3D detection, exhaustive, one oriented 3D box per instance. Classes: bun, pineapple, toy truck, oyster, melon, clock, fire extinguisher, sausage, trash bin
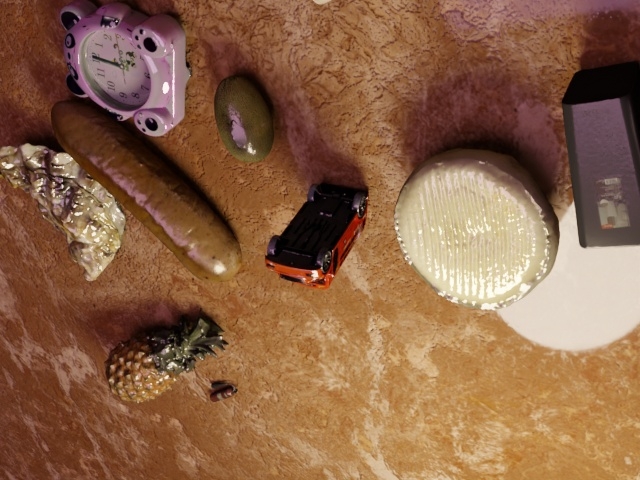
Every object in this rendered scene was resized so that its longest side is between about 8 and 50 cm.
[{"bbox_3d":[0.265,-0.031,1.338,0.287,0.146,0.287,14,125,21],"label":"bun"},{"bbox_3d":[-0.352,0.265,1.865,0.340,0.169,0.169,-27,108,35],"label":"pineapple"},{"bbox_3d":[0.000,0.000,1.427,0.108,0.252,0.114,13,131,19],"label":"toy truck"},{"bbox_3d":[-0.562,-0.066,1.761,0.238,0.114,0.351,-4,120,30],"label":"oyster"},{"bbox_3d":[-0.139,-0.219,1.445,0.099,0.099,0.162,-2,118,29],"label":"melon"},{"bbox_3d":[-0.367,-0.329,1.491,0.248,0.090,0.227,21,129,15],"label":"clock"},{"bbox_3d":[-0.237,0.365,1.964,0.100,0.032,0.046,-26,74,38],"label":"fire extinguisher"},{"bbox_3d":[-0.350,-0.105,1.622,0.501,0.123,0.136,44,160,-7],"label":"sausage"},{"bbox_3d":[0.430,-0.127,1.174,0.115,0.165,0.225,-3,118,30],"label":"trash bin"}]

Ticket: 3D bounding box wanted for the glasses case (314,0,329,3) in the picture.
[{"bbox_3d":[-0.039,-0.516,1.149,0.076,0.144,0.336,-19,113,36],"label":"glasses case"}]
